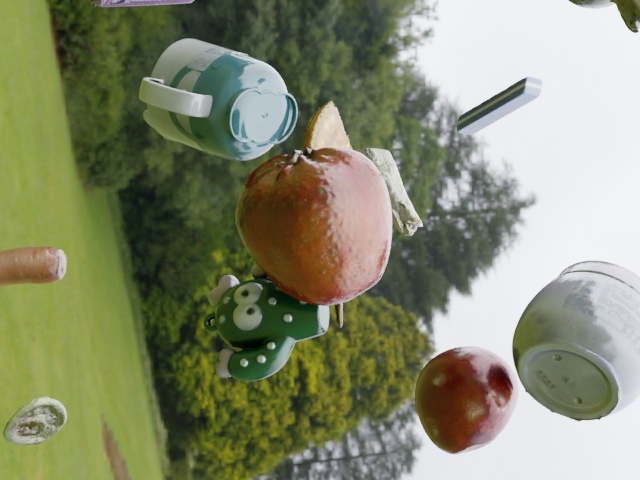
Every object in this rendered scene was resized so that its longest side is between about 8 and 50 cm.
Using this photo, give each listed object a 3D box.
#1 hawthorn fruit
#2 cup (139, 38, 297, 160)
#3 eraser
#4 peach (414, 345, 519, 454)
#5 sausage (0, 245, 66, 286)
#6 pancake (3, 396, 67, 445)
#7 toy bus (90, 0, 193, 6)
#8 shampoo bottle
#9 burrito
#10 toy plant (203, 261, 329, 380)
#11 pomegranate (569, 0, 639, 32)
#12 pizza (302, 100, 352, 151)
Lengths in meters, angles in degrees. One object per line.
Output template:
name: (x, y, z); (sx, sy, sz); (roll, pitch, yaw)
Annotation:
hawthorn fruit: (0.000, 0.000, 1.571); (0.287, 0.287, 0.330); (-140, -146, -71)
cup: (-0.226, -0.283, 1.821); (0.257, 0.289, 0.219); (23, -75, 35)
eraser: (0.431, -0.323, 2.173); (0.225, 0.082, 0.036); (-29, -107, 38)
peach: (0.306, 0.338, 1.910); (0.243, 0.199, 0.243); (-56, -165, 23)
sausage: (-0.782, 0.074, 2.013); (0.094, 0.419, 0.094); (91, -11, -63)
pancake: (-0.455, 0.292, 1.445); (0.017, 0.108, 0.108); (50, -35, 36)
toy bus: (-0.273, -0.400, 1.339); (0.098, 0.178, 0.087); (54, -41, 30)
shampoo bottle: (0.537, 0.199, 1.807); (0.266, 0.273, 0.273); (-47, 149, -40)
burrito: (0.164, -0.112, 2.069); (0.060, 0.087, 0.226); (-35, -103, 47)
toy plant: (-0.107, 0.137, 1.670); (0.232, 0.243, 0.112); (65, 6, 35)
pomegranate: (0.547, -0.503, 1.679); (0.248, 0.202, 0.202); (66, -17, 7)
pizza: (0.020, -0.172, 1.915); (0.193, 0.053, 0.201); (50, 46, -34)
